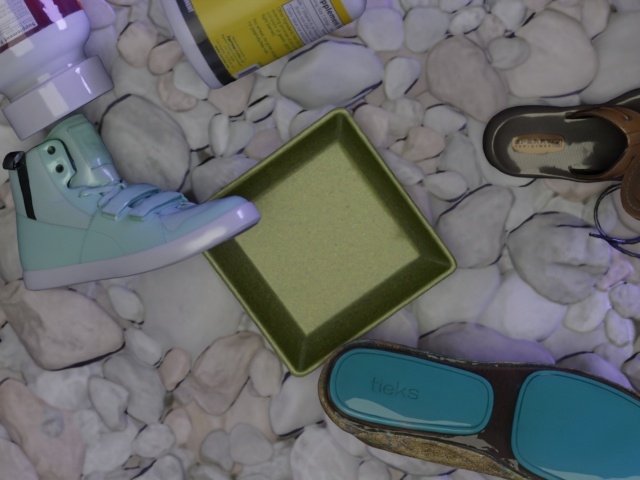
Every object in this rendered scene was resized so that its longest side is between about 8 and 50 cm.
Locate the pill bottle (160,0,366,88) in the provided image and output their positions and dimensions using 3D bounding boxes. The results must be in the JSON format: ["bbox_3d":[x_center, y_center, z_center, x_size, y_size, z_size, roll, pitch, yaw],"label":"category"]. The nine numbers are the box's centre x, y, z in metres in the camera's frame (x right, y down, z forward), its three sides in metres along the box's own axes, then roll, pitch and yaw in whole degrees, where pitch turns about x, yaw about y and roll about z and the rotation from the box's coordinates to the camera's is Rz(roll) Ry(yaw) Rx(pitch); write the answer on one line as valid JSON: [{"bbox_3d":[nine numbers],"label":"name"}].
[{"bbox_3d":[-0.032,-0.232,1.748,0.208,0.119,0.119,-26,97,6],"label":"pill bottle"}]

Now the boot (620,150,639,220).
[{"bbox_3d":[0.422,-0.057,1.729,0.283,0.109,0.220,-35,137,6],"label":"boot"}]

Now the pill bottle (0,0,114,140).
[{"bbox_3d":[-0.284,-0.210,1.764,0.121,0.121,0.221,-30,96,7],"label":"pill bottle"}]

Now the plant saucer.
[{"bbox_3d":[0.000,0.000,1.819,0.188,0.045,0.188,-35,95,7],"label":"plant saucer"}]

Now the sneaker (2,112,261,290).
[{"bbox_3d":[-0.182,-0.046,1.768,0.255,0.094,0.151,-11,96,28],"label":"sneaker"}]

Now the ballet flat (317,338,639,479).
[{"bbox_3d":[0.169,0.169,1.798,0.348,0.123,0.123,13,99,7],"label":"ballet flat"}]

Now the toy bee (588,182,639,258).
[{"bbox_3d":[0.365,0.092,1.757,0.298,0.162,0.195,24,101,-1],"label":"toy bee"}]

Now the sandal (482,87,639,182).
[{"bbox_3d":[0.258,-0.095,1.783,0.219,0.060,0.090,-1,99,3],"label":"sandal"}]
